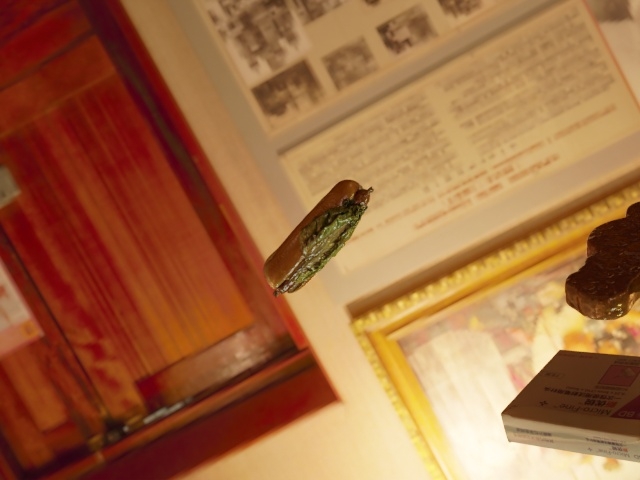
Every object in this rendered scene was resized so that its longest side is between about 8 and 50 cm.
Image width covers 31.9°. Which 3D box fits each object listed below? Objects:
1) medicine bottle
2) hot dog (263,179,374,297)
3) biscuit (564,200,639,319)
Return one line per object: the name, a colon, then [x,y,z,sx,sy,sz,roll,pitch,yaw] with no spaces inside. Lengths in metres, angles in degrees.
medicine bottle: [0.339,0.195,1.321,0.201,0.052,0.171,2,-154,41]
hot dog: [0.000,0.000,0.993,0.133,0.041,0.056,-50,141,9]
biscuit: [0.371,0.016,1.198,0.186,0.044,0.295,3,-155,29]
